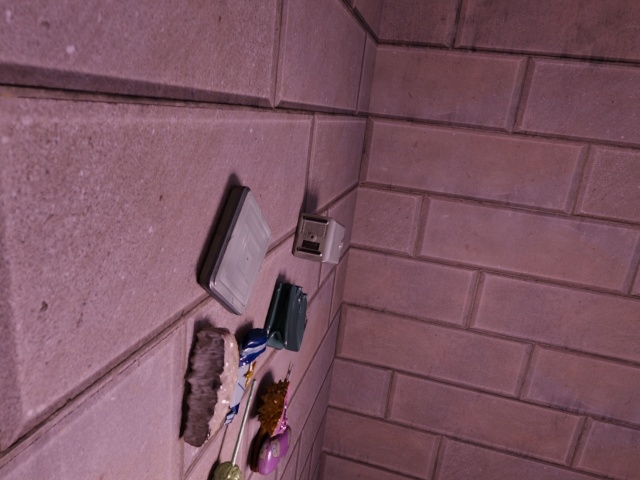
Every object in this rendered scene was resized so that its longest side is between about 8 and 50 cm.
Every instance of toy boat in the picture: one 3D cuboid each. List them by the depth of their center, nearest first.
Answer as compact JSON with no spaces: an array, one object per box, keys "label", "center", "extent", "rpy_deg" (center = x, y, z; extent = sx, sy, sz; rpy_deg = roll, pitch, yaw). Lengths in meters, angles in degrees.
[{"label":"toy boat","center":[-0.238,0.408,1.329],"extent":[0.220,0.067,0.291],"rpy_deg":[-4,115,-77]}]

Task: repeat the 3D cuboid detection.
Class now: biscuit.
[{"label":"biscuit","center":[-0.250,0.334,1.086],"extent":[0.179,0.084,0.281],"rpy_deg":[-26,125,-75]},{"label":"biscuit","center":[-0.225,0.793,1.721],"extent":[0.188,0.027,0.187],"rpy_deg":[10,90,-79]}]

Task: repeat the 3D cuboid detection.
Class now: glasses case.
[{"label":"glasses case","center":[-0.172,0.798,1.718],"extent":[0.316,0.076,0.123],"rpy_deg":[44,58,-76]}]

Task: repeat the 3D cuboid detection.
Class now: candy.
[{"label":"candy","center":[-0.240,0.582,1.324],"extent":[0.093,0.092,0.335],"rpy_deg":[36,63,-46]}]

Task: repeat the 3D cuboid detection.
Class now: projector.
[{"label":"projector","center":[0.000,0.000,1.778],"extent":[0.242,0.164,0.177],"rpy_deg":[20,82,-75]}]

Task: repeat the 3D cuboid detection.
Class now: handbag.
[{"label":"handbag","center":[-0.116,0.294,1.672],"extent":[0.326,0.089,0.238],"rpy_deg":[64,37,-71]}]

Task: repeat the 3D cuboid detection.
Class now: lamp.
[{"label":"lamp","center":[-0.204,0.033,1.130],"extent":[0.269,0.047,0.266],"rpy_deg":[74,31,-65]}]

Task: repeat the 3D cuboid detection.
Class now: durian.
[{"label":"durian","center":[-0.170,0.604,1.649],"extent":[0.341,0.112,0.191],"rpy_deg":[87,7,-75]}]

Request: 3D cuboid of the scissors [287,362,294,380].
[{"label":"scissors","center":[-0.150,0.636,1.950],"extent":[0.110,0.021,0.212],"rpy_deg":[70,32,-61]}]
